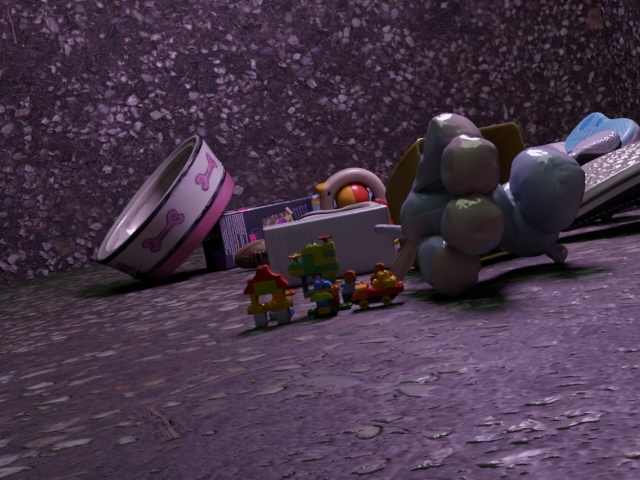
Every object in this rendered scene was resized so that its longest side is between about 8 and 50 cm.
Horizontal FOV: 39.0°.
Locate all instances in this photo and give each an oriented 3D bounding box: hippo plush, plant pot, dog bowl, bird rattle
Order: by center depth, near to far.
[{"bbox_3d":[0.246,-0.019,1.252,0.237,0.234,0.294,6,-44,-16],"label":"hippo plush"},{"bbox_3d":[0.228,-0.057,1.527,0.212,0.212,0.187,-13,-7,-28],"label":"plant pot"},{"bbox_3d":[0.096,-0.074,2.164,0.254,0.206,0.143,-19,21,7],"label":"bird rattle"},{"bbox_3d":[-0.381,-0.066,2.283,0.408,0.150,0.408,-43,21,20],"label":"dog bowl"}]

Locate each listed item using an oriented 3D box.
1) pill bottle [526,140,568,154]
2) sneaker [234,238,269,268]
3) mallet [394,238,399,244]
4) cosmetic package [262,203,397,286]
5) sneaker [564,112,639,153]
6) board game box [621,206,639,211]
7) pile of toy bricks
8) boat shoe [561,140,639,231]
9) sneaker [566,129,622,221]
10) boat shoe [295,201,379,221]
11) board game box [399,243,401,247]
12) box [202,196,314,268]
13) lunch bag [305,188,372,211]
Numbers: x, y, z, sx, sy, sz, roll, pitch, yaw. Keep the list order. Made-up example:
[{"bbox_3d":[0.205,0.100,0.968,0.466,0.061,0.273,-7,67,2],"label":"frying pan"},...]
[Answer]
[{"bbox_3d":[0.588,-0.164,2.287,0.283,0.161,0.161,-12,4,-23],"label":"pill bottle"},{"bbox_3d":[-0.109,0.028,2.099,0.189,0.066,0.071,-11,5,-2],"label":"sneaker"},{"bbox_3d":[0.172,-0.015,1.726,0.190,0.039,0.062,-34,-4,12],"label":"mallet"},{"bbox_3d":[0.017,0.010,1.654,0.231,0.117,0.085,-10,5,-2],"label":"cosmetic package"},{"bbox_3d":[0.710,-0.191,2.125,0.127,0.208,0.319,-51,12,8],"label":"sneaker"},{"bbox_3d":[0.572,-0.092,1.997,0.242,0.064,0.316,-12,4,-15],"label":"board game box"},{"bbox_3d":[0.005,0.046,1.249,0.212,0.105,0.118,-10,4,8],"label":"pile of toy bricks"},{"bbox_3d":[0.620,-0.110,1.573,0.500,0.156,0.187,-23,10,-4],"label":"boat shoe"},{"bbox_3d":[0.491,-0.091,1.761,0.269,0.153,0.101,-32,7,33],"label":"sneaker"},{"bbox_3d":[0.000,0.000,1.842,0.302,0.113,0.103,-23,10,45],"label":"boat shoe"},{"bbox_3d":[0.236,-0.045,1.881,0.160,0.047,0.210,-11,-16,5],"label":"board game box"},{"bbox_3d":[-0.162,-0.020,2.366,0.270,0.143,0.165,-12,4,-26],"label":"box"},{"bbox_3d":[0.113,-0.081,2.764,0.221,0.138,0.293,-12,-6,19],"label":"lunch bag"}]
